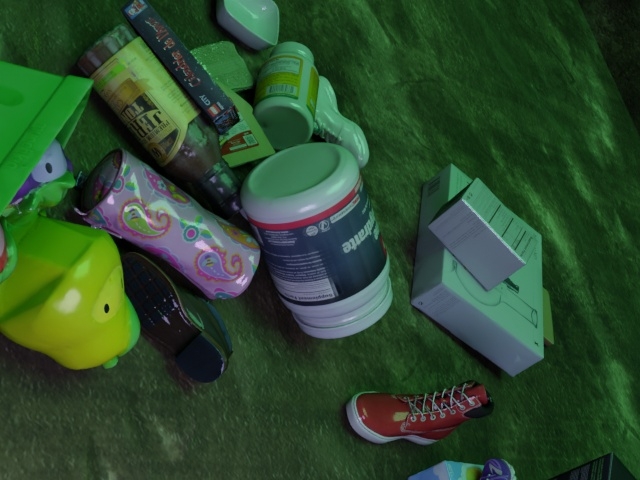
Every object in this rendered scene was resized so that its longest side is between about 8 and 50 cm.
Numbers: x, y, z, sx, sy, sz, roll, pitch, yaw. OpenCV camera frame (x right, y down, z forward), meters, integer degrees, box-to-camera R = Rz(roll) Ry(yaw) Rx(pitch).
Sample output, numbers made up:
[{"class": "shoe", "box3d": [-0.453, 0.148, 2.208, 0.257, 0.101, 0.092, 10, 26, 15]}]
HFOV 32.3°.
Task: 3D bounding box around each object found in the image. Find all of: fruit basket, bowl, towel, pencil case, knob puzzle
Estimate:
[{"class": "fruit basket", "box3d": [-0.356, -0.001, 1.325, 0.392, 0.283, 0.392, 20, 41, -19]}, {"class": "bowl", "box3d": [-0.148, -0.437, 2.136, 0.142, 0.053, 0.142, 34, 39, -33]}, {"class": "towel", "box3d": [-0.179, -0.313, 2.012, 0.110, 0.027, 0.148, 56, 33, 1]}, {"class": "pencil case", "box3d": [-0.223, -0.020, 1.626, 0.284, 0.124, 0.124, 34, 39, -30]}, {"class": "knob puzzle", "box3d": [-0.190, -0.206, 1.896, 0.213, 0.030, 0.213, 22, 49, -28]}]

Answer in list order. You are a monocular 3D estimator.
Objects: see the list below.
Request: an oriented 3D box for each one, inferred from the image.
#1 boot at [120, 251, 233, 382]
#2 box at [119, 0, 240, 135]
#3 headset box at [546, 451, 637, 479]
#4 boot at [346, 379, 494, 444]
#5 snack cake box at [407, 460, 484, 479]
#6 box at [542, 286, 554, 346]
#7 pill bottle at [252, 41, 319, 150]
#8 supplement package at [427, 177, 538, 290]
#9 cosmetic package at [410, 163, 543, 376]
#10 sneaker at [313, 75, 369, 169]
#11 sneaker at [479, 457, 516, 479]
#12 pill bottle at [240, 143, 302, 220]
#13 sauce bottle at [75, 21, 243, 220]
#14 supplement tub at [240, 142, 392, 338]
[{"class": "boot", "box3d": [-0.207, 0.107, 1.595, 0.219, 0.082, 0.106, 53, 11, 2]}, {"class": "box", "box3d": [-0.224, -0.282, 1.793, 0.233, 0.044, 0.159, 50, -3, 1]}, {"class": "headset box", "box3d": [0.468, 0.528, 1.896, 0.246, 0.283, 0.131, 49, 33, -13]}, {"class": "boot", "box3d": [0.173, 0.271, 1.832, 0.244, 0.176, 0.088, 15, 53, -44]}, {"class": "snack cake box", "box3d": [0.250, 0.504, 1.812, 0.152, 0.089, 0.264, 18, 48, -45]}, {"class": "box", "box3d": [0.446, 0.122, 2.459, 0.201, 0.021, 0.164, 38, 37, -26]}, {"class": "pill bottle", "box3d": [-0.063, -0.274, 2.047, 0.117, 0.117, 0.208, 37, 38, -28]}, {"class": "supplement package", "box3d": [0.317, -0.012, 2.151, 0.179, 0.105, 0.105, 47, 36, -3]}, {"class": "cosmetic package", "box3d": [0.331, 0.054, 2.281, 0.284, 0.097, 0.377, 37, 37, -22]}, {"class": "sneaker", "box3d": [0.009, -0.222, 2.151, 0.094, 0.080, 0.212, -18, 70, -45]}, {"class": "sneaker", "box3d": [0.264, 0.406, 1.775, 0.071, 0.068, 0.170, 42, 36, -9]}, {"class": "pill bottle", "box3d": [-0.066, -0.092, 1.895, 0.108, 0.108, 0.180, 55, 33, -2]}, {"class": "sauce bottle", "box3d": [-0.237, -0.181, 1.745, 0.344, 0.111, 0.111, 49, 33, -9]}, {"class": "supplement tub", "box3d": [0.000, 0.000, 1.752, 0.191, 0.191, 0.272, -71, 148, -51]}]
